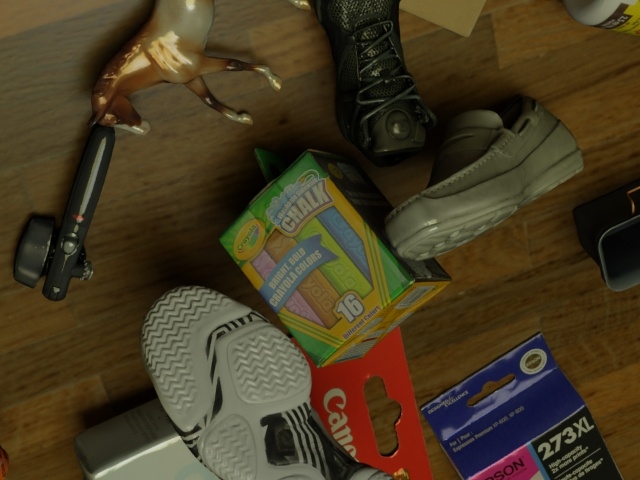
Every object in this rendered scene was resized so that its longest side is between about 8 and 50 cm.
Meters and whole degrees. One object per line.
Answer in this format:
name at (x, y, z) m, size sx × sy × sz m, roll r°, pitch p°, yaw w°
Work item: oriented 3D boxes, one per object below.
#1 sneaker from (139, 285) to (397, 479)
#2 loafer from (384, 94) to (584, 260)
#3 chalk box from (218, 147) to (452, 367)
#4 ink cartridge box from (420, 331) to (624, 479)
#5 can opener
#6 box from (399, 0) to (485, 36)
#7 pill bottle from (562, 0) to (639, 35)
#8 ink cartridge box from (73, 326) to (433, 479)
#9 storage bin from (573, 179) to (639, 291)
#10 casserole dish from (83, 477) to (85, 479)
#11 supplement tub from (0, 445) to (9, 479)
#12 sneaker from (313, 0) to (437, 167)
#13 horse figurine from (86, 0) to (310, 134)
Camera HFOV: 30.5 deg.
sneaker at (-0.056, 0.209, 1.151) m, size 0.137 × 0.210 × 0.366 m, roll -43°, pitch 94°, yaw -23°
loafer at (0.150, -0.067, 1.142) m, size 0.112 × 0.319 × 0.111 m, roll -34°, pitch 86°, yaw 36°
chalk box at (0.000, 0.000, 1.151) m, size 0.132 × 0.213 × 0.132 m, roll -44°, pitch 164°, yaw 16°
ink cartridge box at (0.279, 0.301, 1.464) m, size 0.176 × 0.069 × 0.371 m, roll -32°, pitch 118°, yaw -2°
can opener at (-0.236, -0.027, 1.133) m, size 0.073 × 0.059 × 0.186 m, roll 19°, pitch 108°, yaw -25°
box at (0.119, -0.317, 1.136) m, size 0.164 × 0.021 × 0.201 m, roll 17°, pitch 107°, yaw -25°
pill bottle at (0.360, -0.260, 1.188) m, size 0.215 × 0.117 × 0.117 m, roll 6°, pitch 112°, yaw -21°
ink cartridge box at (-0.043, 0.276, 1.303) m, size 0.385 × 0.091 × 0.308 m, roll -22°, pitch 119°, yaw -15°
storage bin at (0.351, -0.021, 1.315) m, size 0.135 × 0.091 × 0.098 m, roll -25°, pitch 120°, yaw -7°
casserole dish at (-0.214, 0.323, 1.321) m, size 0.114 × 0.037 × 0.188 m, roll 1°, pitch 113°, yaw -20°
supplement tub at (-0.402, 0.186, 1.146) m, size 0.117 × 0.117 × 0.190 m, roll -37°, pitch 120°, yaw 1°
sneaker at (0.056, -0.165, 1.108) m, size 0.087 × 0.130 × 0.227 m, roll -17°, pitch 128°, yaw -14°
horse figurine at (-0.101, -0.211, 1.089) m, size 0.174 × 0.066 × 0.263 m, roll 13°, pitch 112°, yaw -30°
